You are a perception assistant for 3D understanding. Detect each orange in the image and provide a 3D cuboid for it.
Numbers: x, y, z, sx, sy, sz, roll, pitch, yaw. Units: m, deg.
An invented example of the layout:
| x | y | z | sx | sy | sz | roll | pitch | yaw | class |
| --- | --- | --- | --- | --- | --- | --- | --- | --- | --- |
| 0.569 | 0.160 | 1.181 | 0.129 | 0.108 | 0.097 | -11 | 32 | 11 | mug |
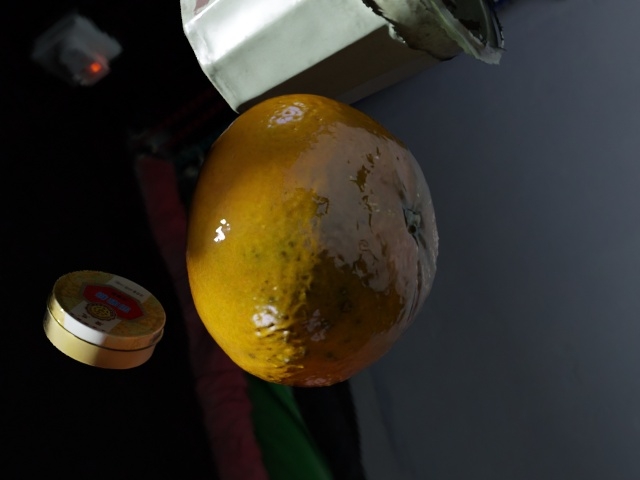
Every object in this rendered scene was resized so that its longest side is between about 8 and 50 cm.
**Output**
| x | y | z | sx | sy | sz | roll | pitch | yaw | class |
| --- | --- | --- | --- | --- | --- | --- | --- | --- | --- |
| 0.000 | 0.000 | 0.795 | 0.240 | 0.171 | 0.240 | 14 | -106 | -58 | orange |

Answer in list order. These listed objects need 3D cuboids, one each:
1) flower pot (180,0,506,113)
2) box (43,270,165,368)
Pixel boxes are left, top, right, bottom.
| x | y | z | sx | sy | sz | roll | pitch | yaw | class |
| --- | --- | --- | --- | --- | --- | --- | --- | --- | --- |
| 0.012 | -0.243 | 0.987 | 0.290 | 0.259 | 0.290 | 46 | -152 | -34 | flower pot |
| -0.191 | 0.070 | 0.876 | 0.105 | 0.037 | 0.105 | 20 | -156 | -9 | box |
